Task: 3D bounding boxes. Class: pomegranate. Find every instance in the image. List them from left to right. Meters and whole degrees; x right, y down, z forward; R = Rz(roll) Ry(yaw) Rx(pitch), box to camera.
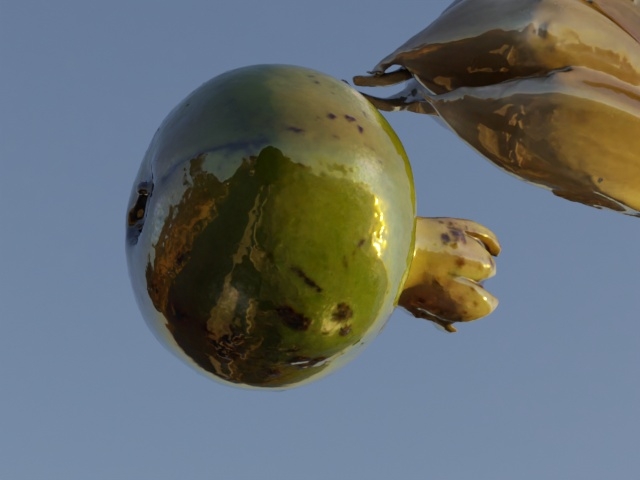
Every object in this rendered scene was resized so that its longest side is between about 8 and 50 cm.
[{"bbox_3d":[-0.009,-0.011,1.045,0.210,0.179,0.179,-10,-26,-41],"label":"pomegranate"}]

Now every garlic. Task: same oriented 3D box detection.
[{"bbox_3d":[0.169,-0.094,1.373,0.292,0.237,0.210,25,-48,4],"label":"garlic"}]
